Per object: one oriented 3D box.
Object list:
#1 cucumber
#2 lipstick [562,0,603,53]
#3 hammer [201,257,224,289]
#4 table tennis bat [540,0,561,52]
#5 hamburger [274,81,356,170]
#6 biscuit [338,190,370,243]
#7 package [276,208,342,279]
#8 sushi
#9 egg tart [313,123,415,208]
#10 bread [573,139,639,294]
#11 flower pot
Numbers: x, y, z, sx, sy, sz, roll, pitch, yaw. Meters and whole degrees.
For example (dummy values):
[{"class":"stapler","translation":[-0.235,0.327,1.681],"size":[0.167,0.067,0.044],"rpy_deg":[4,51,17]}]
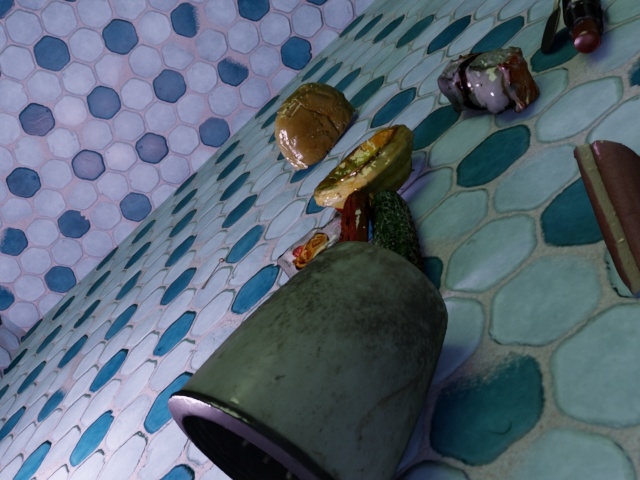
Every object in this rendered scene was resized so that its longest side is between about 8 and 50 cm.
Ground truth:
[{"class":"cucumber","translation":[0.139,0.001,1.146],"size":[0.096,0.096,0.359],"rpy_deg":[-36,21,19]},{"class":"lipstick","translation":[0.553,-0.472,1.260],"size":[0.081,0.081,0.299],"rpy_deg":[-28,27,35]},{"class":"hammer","translation":[-0.340,0.104,1.880],"size":[0.029,0.014,0.123],"rpy_deg":[-25,30,57]},{"class":"table tennis bat","translation":[0.521,-0.498,1.340],"size":[0.087,0.013,0.156],"rpy_deg":[-7,-70,-86]},{"class":"hamburger","translation":[-0.033,-0.397,1.968],"size":[0.309,0.211,0.132],"rpy_deg":[-49,18,-8]},{"class":"biscuit","translation":[0.070,-0.011,1.224],"size":[0.192,0.049,0.192],"rpy_deg":[-177,90,-81]},{"class":"package","translation":[0.000,0.000,1.454],"size":[0.239,0.030,0.154],"rpy_deg":[-42,28,-2]},{"class":"sushi","translation":[0.362,-0.350,1.325],"size":[0.130,0.124,0.332],"rpy_deg":[-36,20,-8]},{"class":"egg tart","translation":[0.110,-0.151,1.390],"size":[0.290,0.115,0.290],"rpy_deg":[-37,13,10]},{"class":"bread","translation":[0.390,-0.037,0.754],"size":[0.119,0.192,0.067],"rpy_deg":[-15,-3,-36]},{"class":"flower pot","translation":[0.009,0.185,0.821],"size":[0.294,0.293,0.330],"rpy_deg":[-15,29,50]}]
